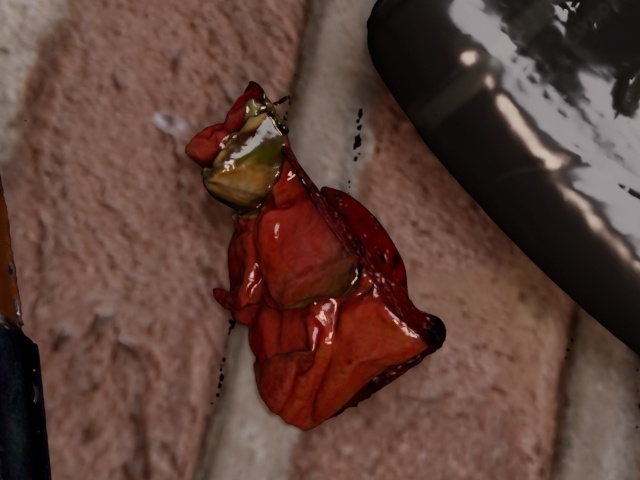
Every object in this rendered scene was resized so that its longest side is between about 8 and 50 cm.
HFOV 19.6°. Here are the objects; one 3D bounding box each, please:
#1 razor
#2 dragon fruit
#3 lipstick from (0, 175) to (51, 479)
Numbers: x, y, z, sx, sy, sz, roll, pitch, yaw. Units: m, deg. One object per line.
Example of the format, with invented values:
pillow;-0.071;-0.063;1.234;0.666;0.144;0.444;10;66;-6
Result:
razor;0.190;-0.053;1.097;0.204;0.113;0.349;-36;82;-31
dragon fruit;0.004;-0.008;1.016;0.122;0.092;0.192;-16;70;-27
lipstick;-0.189;0.012;0.944;0.077;0.077;0.418;-1;63;-21
